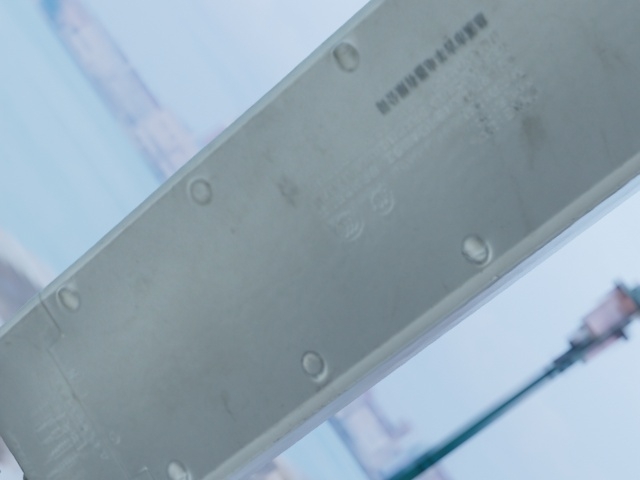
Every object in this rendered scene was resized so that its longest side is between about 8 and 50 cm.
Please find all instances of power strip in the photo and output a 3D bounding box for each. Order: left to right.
[{"bbox_3d":[0.000,0.000,0.686,0.106,0.367,0.043,58,29,11],"label":"power strip"}]
